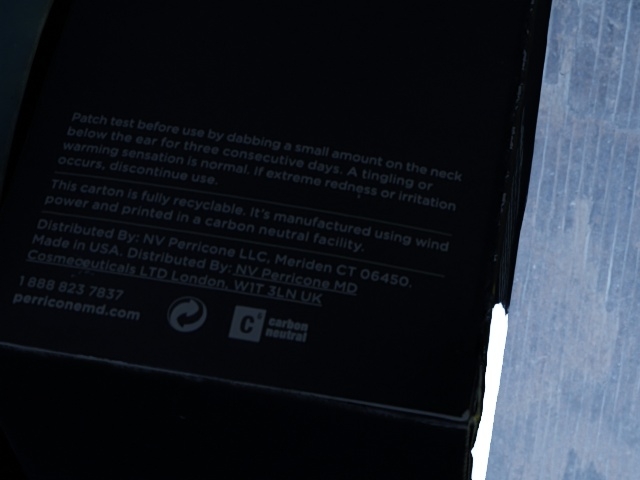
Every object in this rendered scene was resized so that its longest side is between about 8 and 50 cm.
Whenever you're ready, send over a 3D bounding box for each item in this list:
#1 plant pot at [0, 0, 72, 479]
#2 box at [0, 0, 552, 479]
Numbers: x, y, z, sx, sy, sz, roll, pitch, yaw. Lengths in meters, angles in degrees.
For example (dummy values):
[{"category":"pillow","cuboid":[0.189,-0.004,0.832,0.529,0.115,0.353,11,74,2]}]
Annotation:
[{"category":"plant pot","cuboid":[-0.189,-0.019,0.729,0.290,0.195,0.290,9,90,-83]},{"category":"box","cuboid":[0.000,0.000,0.739,0.343,0.179,0.312,86,15,-59]}]
